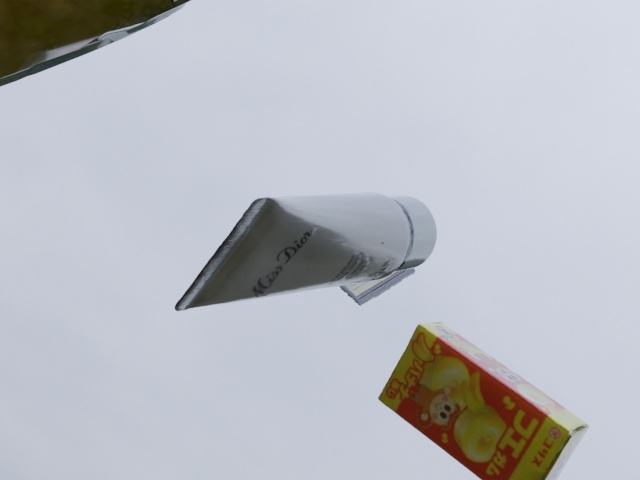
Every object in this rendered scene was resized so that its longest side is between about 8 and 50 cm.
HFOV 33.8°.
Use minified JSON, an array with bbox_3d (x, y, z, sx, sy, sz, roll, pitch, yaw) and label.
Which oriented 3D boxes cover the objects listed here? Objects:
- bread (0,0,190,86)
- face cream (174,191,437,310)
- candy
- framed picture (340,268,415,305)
[{"bbox_3d":[-0.145,-0.203,0.467,0.395,0.239,0.263,-12,-78,11],"label":"bread"},{"bbox_3d":[0.000,0.000,1.012,0.143,0.314,0.089,-50,-116,29],"label":"face cream"},{"bbox_3d":[0.232,0.248,1.526,0.276,0.146,0.088,34,17,28],"label":"candy"},{"bbox_3d":[0.037,0.012,1.664,0.195,0.199,0.010,43,-58,14],"label":"framed picture"}]
